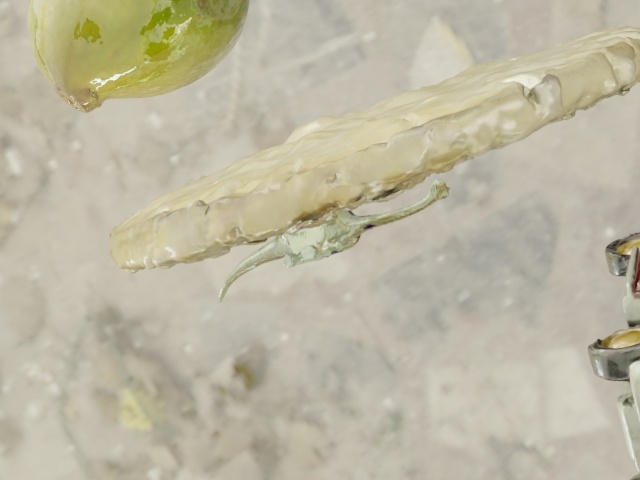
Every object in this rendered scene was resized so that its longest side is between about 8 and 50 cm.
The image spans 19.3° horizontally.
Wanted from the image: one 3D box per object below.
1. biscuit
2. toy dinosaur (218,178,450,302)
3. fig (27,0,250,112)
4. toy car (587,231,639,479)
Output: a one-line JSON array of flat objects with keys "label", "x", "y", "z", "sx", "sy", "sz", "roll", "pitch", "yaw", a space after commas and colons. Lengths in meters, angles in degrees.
[{"label": "biscuit", "x": 0.015, "y": -0.025, "z": 0.474, "sx": 0.152, "sy": 0.152, "sz": 0.020, "roll": -16, "pitch": 97, "yaw": 39}, {"label": "toy dinosaur", "x": -0.008, "y": -0.001, "z": 1.107, "sx": 0.180, "sy": 0.058, "sz": 0.037, "roll": -15, "pitch": 75, "yaw": 34}, {"label": "fig", "x": -0.123, "y": -0.157, "z": 1.267, "sx": 0.153, "sy": 0.136, "sz": 0.120, "roll": -20, "pitch": 78, "yaw": -2}, {"label": "toy car", "x": 0.175, "y": 0.052, "z": 0.755, "sx": 0.112, "sy": 0.139, "sz": 0.112, "roll": -11, "pitch": 105, "yaw": 19}]
